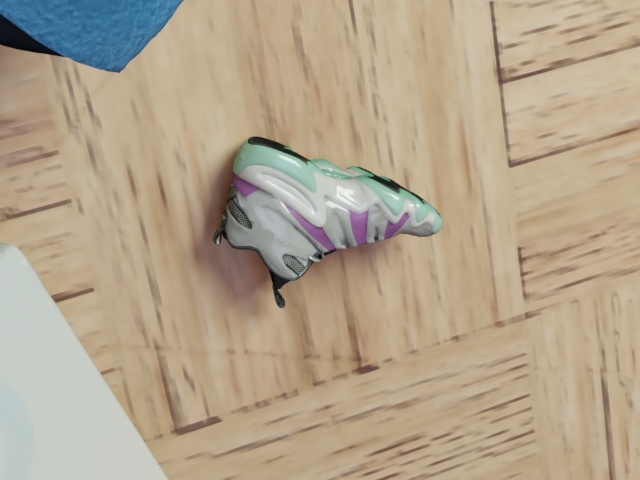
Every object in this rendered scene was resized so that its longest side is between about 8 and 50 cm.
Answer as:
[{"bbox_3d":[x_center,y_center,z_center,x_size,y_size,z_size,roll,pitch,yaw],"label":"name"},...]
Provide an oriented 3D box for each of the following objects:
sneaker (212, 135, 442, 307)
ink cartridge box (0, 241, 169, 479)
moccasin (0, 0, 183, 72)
[{"bbox_3d":[0.000,0.000,0.557,0.098,0.038,0.069,18,102,-16],"label":"sneaker"},{"bbox_3d":[-0.126,0.242,0.442,0.385,0.091,0.308,60,43,-18],"label":"ink cartridge box"},{"bbox_3d":[-0.164,-0.174,0.348,0.138,0.117,0.342,-47,134,-19],"label":"moccasin"}]
